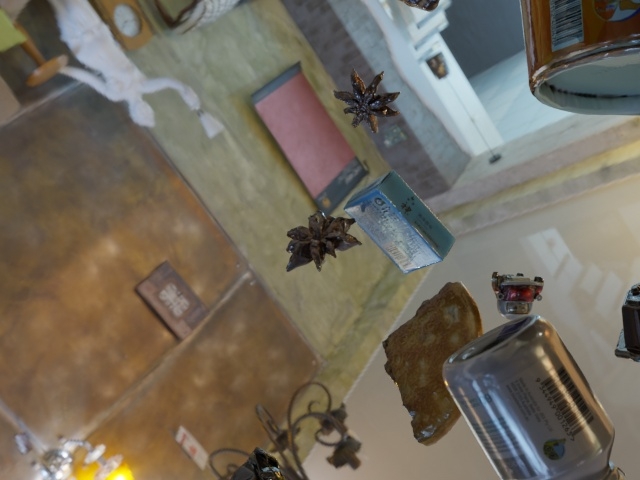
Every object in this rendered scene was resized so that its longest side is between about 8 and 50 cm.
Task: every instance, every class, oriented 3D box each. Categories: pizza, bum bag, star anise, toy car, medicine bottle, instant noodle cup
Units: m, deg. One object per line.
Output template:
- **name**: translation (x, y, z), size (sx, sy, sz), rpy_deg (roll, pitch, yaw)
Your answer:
- **pizza**: translation (0.279, 0.297, 1.622), size (0.278, 0.114, 0.408), rpy_deg (-9, -121, 43)
- **bum bag**: translation (-0.147, 0.434, 1.076), size (0.107, 0.060, 0.233), rpy_deg (27, -140, 30)
- **star anise**: translation (0.091, -0.268, 1.275), size (0.141, 0.141, 0.042), rpy_deg (-25, -154, 35)
- **toy car**: translation (0.462, 0.135, 1.568), size (0.112, 0.112, 0.139), rpy_deg (1, -177, -3)
- **medicine bottle**: translation (0.238, 0.201, 0.709), size (0.135, 0.215, 0.135), rpy_deg (-29, 175, -3)
- **instant noodle cup**: translation (0.320, -0.252, 0.640), size (0.297, 0.213, 0.296), rpy_deg (3, 177, 0)
- **star anise**: translation (0.000, 0.000, 1.480), size (0.195, 0.065, 0.182), rpy_deg (2, -135, 21)

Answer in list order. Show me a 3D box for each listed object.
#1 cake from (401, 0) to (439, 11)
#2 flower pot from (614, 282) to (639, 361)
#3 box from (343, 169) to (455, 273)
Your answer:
- **cake**: translation (0.004, -0.290, 0.529), size (0.112, 0.246, 0.135), rpy_deg (-72, -178, -64)
- **flower pot**: translation (0.563, 0.099, 0.975), size (0.251, 0.084, 0.179), rpy_deg (-17, -176, 33)
- **box**: translation (0.185, -0.039, 1.540), size (0.083, 0.232, 0.143), rpy_deg (-50, -167, -33)
